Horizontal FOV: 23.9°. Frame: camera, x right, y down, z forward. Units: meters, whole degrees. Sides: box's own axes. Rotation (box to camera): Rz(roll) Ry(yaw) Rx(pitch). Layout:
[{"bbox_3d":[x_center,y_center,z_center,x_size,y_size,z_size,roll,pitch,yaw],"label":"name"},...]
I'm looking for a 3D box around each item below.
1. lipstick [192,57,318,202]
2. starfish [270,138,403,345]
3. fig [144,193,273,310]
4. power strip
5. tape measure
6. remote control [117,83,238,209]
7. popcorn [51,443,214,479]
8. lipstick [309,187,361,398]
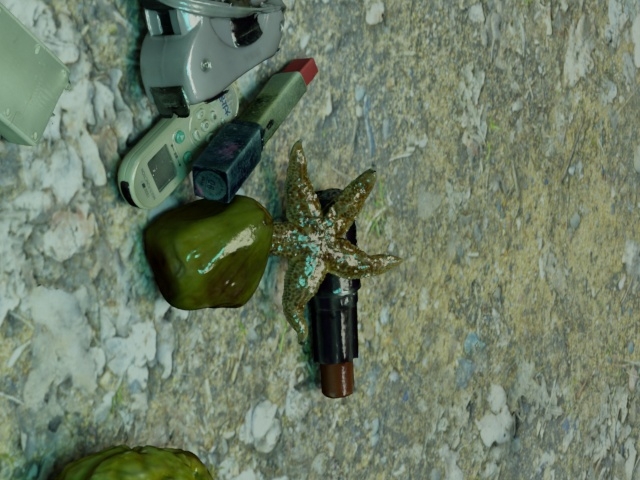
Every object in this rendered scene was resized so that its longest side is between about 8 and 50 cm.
[{"bbox_3d":[-0.078,-0.157,1.946,0.312,0.051,0.051,-58,152,-47],"label":"lipstick"},{"bbox_3d":[0.000,0.000,2.026,0.236,0.062,0.277,-4,97,-15],"label":"starfish"},{"bbox_3d":[-0.133,0.011,1.873,0.165,0.154,0.144,-46,-177,8],"label":"fig"},{"bbox_3d":[-0.377,-0.216,1.574,0.367,0.043,0.106,47,61,-54],"label":"power strip"},{"bbox_3d":[-0.134,-0.285,1.841,0.236,0.120,0.197,-39,122,-44],"label":"tape measure"},{"bbox_3d":[-0.177,-0.124,1.874,0.221,0.042,0.078,-50,138,-33],"label":"remote control"},{"bbox_3d":[-0.217,0.364,1.744,0.247,0.282,0.282,-27,122,-11],"label":"popcorn"},{"bbox_3d":[0.018,0.076,2.119,0.081,0.081,0.299,-18,108,-48],"label":"lipstick"}]
